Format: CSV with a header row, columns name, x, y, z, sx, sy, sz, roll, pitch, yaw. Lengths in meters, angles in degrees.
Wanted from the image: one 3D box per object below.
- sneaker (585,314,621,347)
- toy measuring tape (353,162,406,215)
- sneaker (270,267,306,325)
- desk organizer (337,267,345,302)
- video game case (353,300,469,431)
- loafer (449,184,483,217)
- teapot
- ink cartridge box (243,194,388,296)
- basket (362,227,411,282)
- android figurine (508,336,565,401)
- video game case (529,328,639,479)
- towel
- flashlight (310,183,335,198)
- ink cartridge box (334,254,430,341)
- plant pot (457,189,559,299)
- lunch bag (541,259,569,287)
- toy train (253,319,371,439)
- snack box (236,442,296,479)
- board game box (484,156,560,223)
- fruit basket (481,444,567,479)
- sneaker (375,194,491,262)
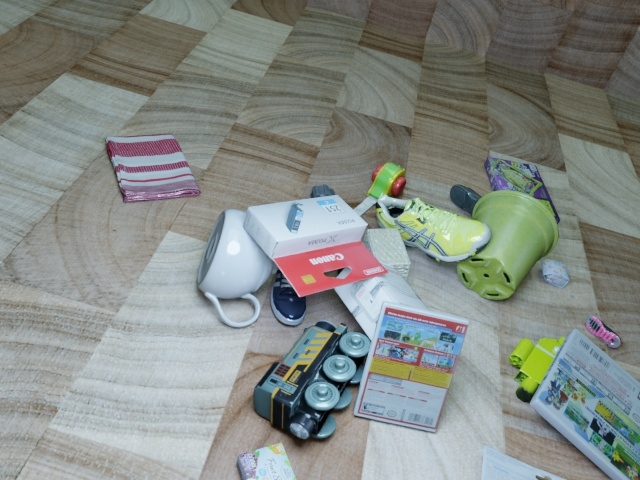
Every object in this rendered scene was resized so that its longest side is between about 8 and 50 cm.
name,x,y,z,sx,sy,sz,roll,pitch,yaw
sneaker,0.847,0.271,1.815,0.057,0.047,0.119,0,41,-46
toy measuring tape,0.200,-0.183,2.059,0.121,0.122,0.330,33,44,20
sneaker,-0.072,0.083,1.640,0.099,0.153,0.282,10,41,-10
desk organizer,0.083,0.114,1.735,0.047,0.050,0.130,5,42,-12
video game case,0.207,0.295,1.409,0.203,0.286,0.025,13,13,-3
loafer,0.563,-0.111,2.113,0.084,0.096,0.268,-8,44,-33
teapot,-0.201,0.053,1.591,0.186,0.256,0.253,21,24,-18
ink cartridge box,0.000,0.000,1.504,0.296,0.066,0.261,-12,47,-39
basket,0.189,0.051,1.792,0.113,0.103,0.167,-2,43,-12
android figurine,0.633,0.359,1.633,0.248,0.056,0.272,36,46,22
video game case,0.715,0.424,1.531,0.329,0.036,0.300,42,50,9
towel,-0.543,-0.244,1.951,0.236,0.037,0.329,-8,46,-26
flashlight,0.025,-0.055,1.870,0.103,0.103,0.304,-1,44,-14
ink cartridge box,0.186,0.186,1.576,0.207,0.117,0.283,21,25,-49
plant pot,0.545,0.032,1.840,0.276,0.276,0.254,29,53,15
lunch bag,0.749,0.104,1.957,0.083,0.053,0.071,21,42,-8
toy train,-0.011,0.312,1.426,0.190,0.142,0.334,20,39,19
snack box,-0.104,0.499,1.252,0.100,0.037,0.141,-7,45,-26
board game box,0.753,-0.187,2.292,0.208,0.056,0.347,13,40,-10
fruit basket,0.472,0.619,1.246,0.326,0.166,0.353,22,25,6
sneaker,0.316,-0.043,1.807,0.384,0.147,0.145,11,57,39
